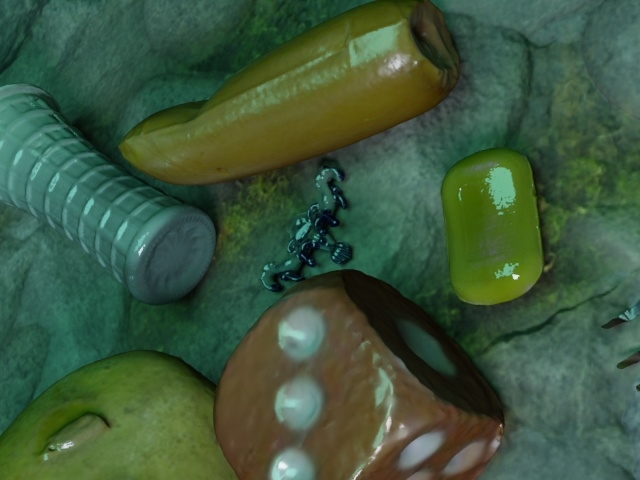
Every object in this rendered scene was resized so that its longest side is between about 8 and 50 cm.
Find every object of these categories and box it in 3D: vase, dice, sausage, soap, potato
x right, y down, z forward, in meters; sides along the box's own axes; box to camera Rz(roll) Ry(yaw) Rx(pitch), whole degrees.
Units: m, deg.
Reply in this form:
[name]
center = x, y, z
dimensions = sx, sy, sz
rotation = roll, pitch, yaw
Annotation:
[vase]
center = -0.245, -0.048, 1.248
dimensions = 0.299, 0.143, 0.143
rotation = 31, 94, 33
[dice]
center = 0.028, 0.144, 0.980
dimensions = 0.179, 0.175, 0.174
rotation = -49, 56, 17
[sausage]
center = -0.041, -0.125, 1.132
dimensions = 0.354, 0.134, 0.116
rotation = -20, 103, 28
[soap]
center = 0.149, -0.012, 1.023
dimensions = 0.089, 0.045, 0.140
rotation = -14, 67, 27
[potato]
center = -0.123, 0.283, 1.013
dimensions = 0.397, 0.290, 0.296
rotation = 35, 68, 17

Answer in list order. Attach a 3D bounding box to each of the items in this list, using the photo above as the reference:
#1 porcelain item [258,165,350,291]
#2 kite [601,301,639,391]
[porcelain item]
center = 0.000, 0.000, 1.135
dimensions = 0.075, 0.021, 0.136
rotation = 32, 95, 32
[kite]
center = 0.322, 0.028, 0.916
dimensions = 0.229, 0.016, 0.127
rotation = -35, 56, 17
